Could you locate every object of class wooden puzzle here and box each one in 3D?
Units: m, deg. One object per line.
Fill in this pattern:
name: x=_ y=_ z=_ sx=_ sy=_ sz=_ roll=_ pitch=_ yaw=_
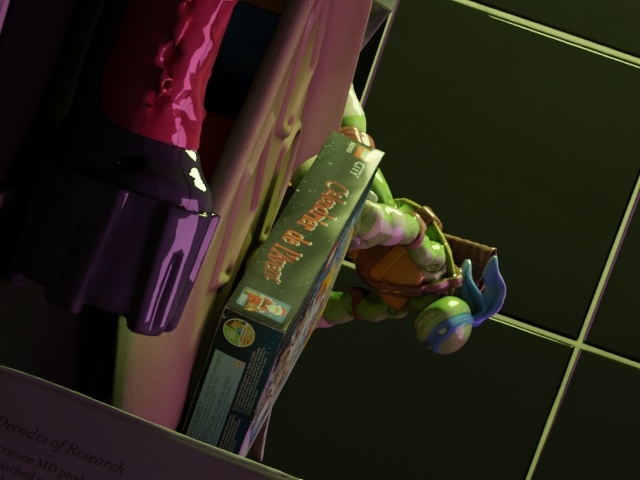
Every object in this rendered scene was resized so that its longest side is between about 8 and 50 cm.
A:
wooden puzzle: x=-0.068 y=-0.033 z=1.233 sx=0.322 sy=0.080 sz=0.348 roll=104 pitch=11 yaw=-59

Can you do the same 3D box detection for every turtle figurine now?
turtle figurine: x=0.000 y=0.000 z=1.600 sx=0.266 sy=0.274 sz=0.198 roll=64 pitch=0 yaw=27

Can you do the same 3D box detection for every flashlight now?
flashlight: x=-0.046 y=-0.111 z=0.785 sx=0.103 sy=0.103 sz=0.304 roll=-40 pitch=148 yaw=-87

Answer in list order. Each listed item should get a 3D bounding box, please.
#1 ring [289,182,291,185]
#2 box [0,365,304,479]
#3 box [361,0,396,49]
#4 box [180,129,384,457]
ring: x=0.009 y=-0.217 z=1.869 sx=0.336 sy=0.032 sz=0.336 roll=19 pitch=90 yaw=-88
box: x=-0.096 y=0.169 z=0.906 sx=0.181 sy=0.182 sz=0.119 roll=101 pitch=10 yaw=-68
box: x=0.026 y=-0.222 z=1.459 sx=0.183 sy=0.056 sz=0.231 roll=-49 pitch=-163 yaw=51
box: x=-0.029 y=0.047 z=1.284 sx=0.233 sy=0.044 sz=0.159 roll=-60 pitch=172 yaw=-53
